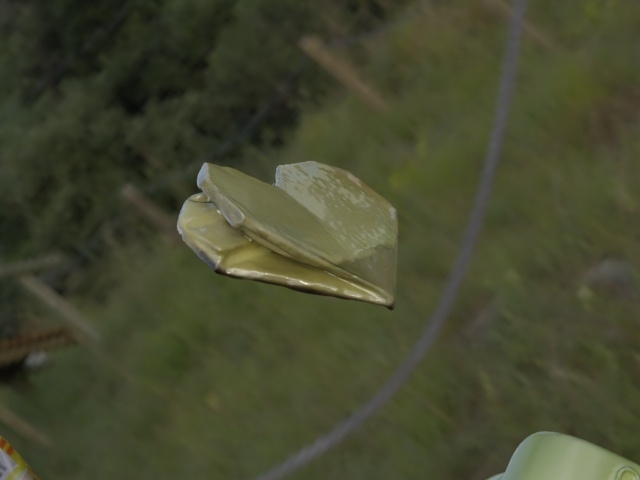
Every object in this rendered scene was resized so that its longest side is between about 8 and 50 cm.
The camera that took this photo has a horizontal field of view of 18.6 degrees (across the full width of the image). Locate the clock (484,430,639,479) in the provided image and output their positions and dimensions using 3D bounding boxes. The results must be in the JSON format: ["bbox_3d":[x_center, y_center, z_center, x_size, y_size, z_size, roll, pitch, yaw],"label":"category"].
[{"bbox_3d":[0.225,0.290,1.612,0.117,0.286,0.348,-66,8,-25],"label":"clock"}]

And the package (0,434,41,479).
[{"bbox_3d":[-0.196,0.293,1.399,0.223,0.288,0.108,-57,-8,0],"label":"package"}]

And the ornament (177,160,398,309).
[{"bbox_3d":[0.000,0.000,1.567,0.201,0.180,0.059,-8,-50,-50],"label":"ornament"}]
